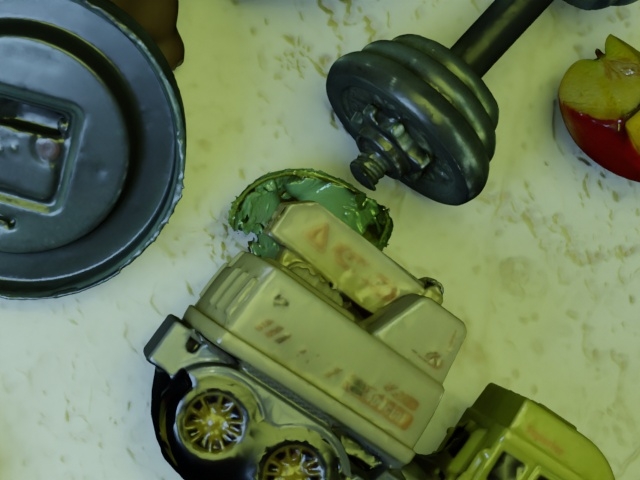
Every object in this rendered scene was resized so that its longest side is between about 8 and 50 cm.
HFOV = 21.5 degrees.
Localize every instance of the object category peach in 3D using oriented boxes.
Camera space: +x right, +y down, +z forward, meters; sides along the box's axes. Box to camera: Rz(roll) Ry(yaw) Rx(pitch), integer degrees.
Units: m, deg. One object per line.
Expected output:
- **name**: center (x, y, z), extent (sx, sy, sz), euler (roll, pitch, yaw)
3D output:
- **peach**: center (0.295, -0.118, 1.578), extent (0.151, 0.151, 0.118), euler (-22, 132, -16)

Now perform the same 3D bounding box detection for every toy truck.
- **toy truck**: center (0.054, 0.156, 1.426), extent (0.405, 0.180, 0.254), euler (34, 89, -8)

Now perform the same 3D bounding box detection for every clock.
- **clock**: center (-0.248, -0.085, 1.400), extent (0.281, 0.055, 0.280), euler (0, 112, 1)

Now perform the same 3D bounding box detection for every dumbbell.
- **dumbbell**: center (0.167, -0.198, 1.522), extent (0.179, 0.179, 0.406), euler (44, 75, -4)

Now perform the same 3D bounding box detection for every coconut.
- **coconut**: center (-0.002, 0.002, 1.512), extent (0.133, 0.055, 0.158), euler (-28, 99, -10)

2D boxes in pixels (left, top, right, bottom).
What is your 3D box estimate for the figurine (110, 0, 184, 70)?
- **figurine**: center (-0.204, -0.270, 1.457), extent (0.173, 0.247, 0.177), euler (32, 44, 28)
